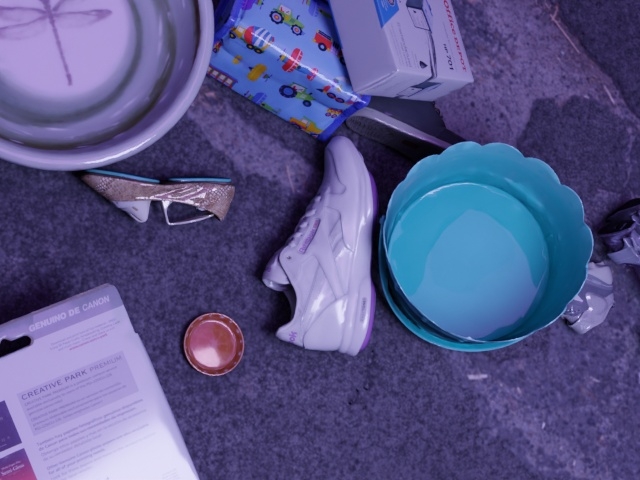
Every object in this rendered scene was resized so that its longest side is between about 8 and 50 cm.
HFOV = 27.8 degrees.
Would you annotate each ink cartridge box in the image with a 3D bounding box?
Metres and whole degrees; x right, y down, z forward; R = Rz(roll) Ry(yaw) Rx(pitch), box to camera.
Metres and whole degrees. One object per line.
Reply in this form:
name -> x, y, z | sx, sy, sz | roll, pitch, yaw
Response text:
ink cartridge box -> 0.110, -0.268, 1.740 | 0.190, 0.082, 0.140 | -4, 75, -51
ink cartridge box -> -0.345, 0.233, 1.561 | 0.309, 0.130, 0.272 | -21, 88, -24

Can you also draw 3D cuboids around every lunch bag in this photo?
lunch bag -> -0.017, -0.325, 1.803 | 0.221, 0.138, 0.293 | 29, 58, -17

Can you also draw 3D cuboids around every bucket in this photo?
bucket -> 0.212, 0.017, 1.754 | 0.281, 0.183, 0.281 | 0, 79, -1

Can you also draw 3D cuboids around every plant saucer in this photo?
plant saucer -> -0.143, 0.138, 1.720 | 0.083, 0.013, 0.084 | 3, 81, -21
plant saucer -> -0.339, -0.277, 1.656 | 0.400, 0.100, 0.401 | 3, 80, -16

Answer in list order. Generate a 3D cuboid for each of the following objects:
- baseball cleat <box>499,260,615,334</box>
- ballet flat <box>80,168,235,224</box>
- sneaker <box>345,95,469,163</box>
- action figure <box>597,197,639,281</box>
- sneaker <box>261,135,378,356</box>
baseball cleat -> 0.348, 0.088, 1.893 | 0.205, 0.072, 0.110 | -8, 84, -22
ballet flat -> -0.212, -0.055, 1.697 | 0.206, 0.073, 0.067 | 3, 94, -18
sneaker -> 0.151, -0.182, 1.853 | 0.222, 0.083, 0.118 | 25, 68, -20
action figure -> 0.525, 0.078, 1.952 | 0.285, 0.099, 0.185 | 54, 52, -11
sneaker -> 0.000, 0.000, 1.746 | 0.152, 0.114, 0.305 | 4, 73, -6
